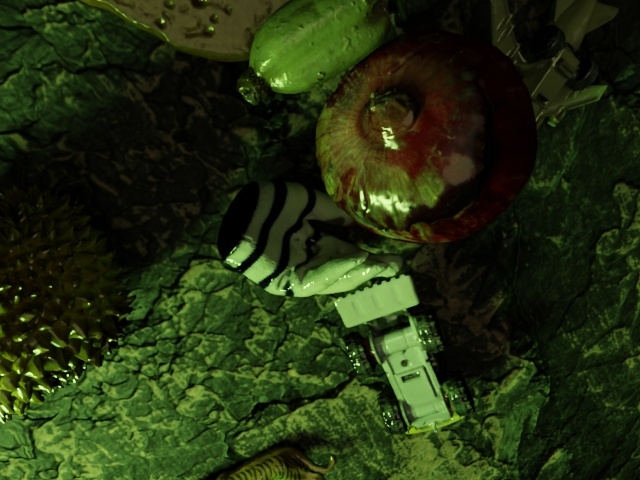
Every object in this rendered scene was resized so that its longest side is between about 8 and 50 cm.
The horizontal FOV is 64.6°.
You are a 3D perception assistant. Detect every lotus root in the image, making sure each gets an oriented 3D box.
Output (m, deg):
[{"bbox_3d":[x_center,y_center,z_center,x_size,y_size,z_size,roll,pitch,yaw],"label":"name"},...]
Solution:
[{"bbox_3d":[-0.011,-0.209,0.531,0.183,0.077,0.090,-33,129,2],"label":"lotus root"}]

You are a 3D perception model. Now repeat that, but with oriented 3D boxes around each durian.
[{"bbox_3d":[-0.350,0.080,0.545,0.292,0.258,0.258,-31,110,6],"label":"durian"}]

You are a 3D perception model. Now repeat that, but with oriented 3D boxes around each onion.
[{"bbox_3d":[0.112,-0.114,0.573,0.246,0.190,0.247,-2,85,25],"label":"onion"}]

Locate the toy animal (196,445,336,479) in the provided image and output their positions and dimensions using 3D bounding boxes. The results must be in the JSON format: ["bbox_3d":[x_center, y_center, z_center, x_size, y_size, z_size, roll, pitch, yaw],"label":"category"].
[{"bbox_3d":[-0.091,0.376,0.778,0.241,0.057,0.099,-27,110,0],"label":"toy animal"}]

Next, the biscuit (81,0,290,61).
[{"bbox_3d":[-0.096,-0.352,0.534,0.381,0.074,0.359,-15,110,-4],"label":"biscuit"}]

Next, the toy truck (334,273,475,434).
[{"bbox_3d":[0.117,0.161,0.712,0.136,0.111,0.286,-21,114,10],"label":"toy truck"}]

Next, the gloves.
[{"bbox_3d":[-0.009,0.012,0.640,0.218,0.140,0.131,28,121,-30],"label":"gloves"}]

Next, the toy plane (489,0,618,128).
[{"bbox_3d":[0.268,-0.202,0.637,0.241,0.104,0.256,22,96,-32],"label":"toy plane"}]
